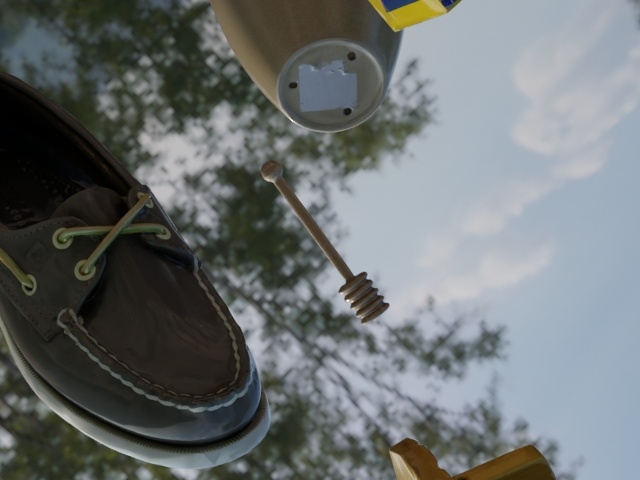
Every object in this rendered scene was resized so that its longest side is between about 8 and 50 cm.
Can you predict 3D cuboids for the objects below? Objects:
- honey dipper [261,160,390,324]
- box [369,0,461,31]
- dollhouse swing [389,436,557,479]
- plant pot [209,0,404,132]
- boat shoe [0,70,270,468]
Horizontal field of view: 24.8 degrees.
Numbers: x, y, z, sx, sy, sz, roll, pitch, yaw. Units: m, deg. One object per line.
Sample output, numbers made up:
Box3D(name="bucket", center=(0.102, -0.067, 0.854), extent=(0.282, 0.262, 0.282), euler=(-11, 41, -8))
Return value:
Box3D(name="honey dipper", center=(0.000, 0.000, 1.232), extent=(0.030, 0.161, 0.030), euler=(-37, -177, 2))
Box3D(name="box", center=(0.078, -0.149, 0.513), extent=(0.169, 0.054, 0.059), euler=(-43, -169, -11))
Box3D(name="dollhouse swing", center=(0.269, 0.348, 1.618), extent=(0.315, 0.305, 0.347), euler=(-19, -135, -23))
Box3D(name="plant pot", center=(-0.003, -0.255, 1.726), extent=(0.256, 0.256, 0.274), euler=(-38, -145, 22))
Box3D(name="boat shoe", center=(-0.133, 0.007, 0.804), extent=(0.109, 0.305, 0.091), euler=(-23, 136, -30))
